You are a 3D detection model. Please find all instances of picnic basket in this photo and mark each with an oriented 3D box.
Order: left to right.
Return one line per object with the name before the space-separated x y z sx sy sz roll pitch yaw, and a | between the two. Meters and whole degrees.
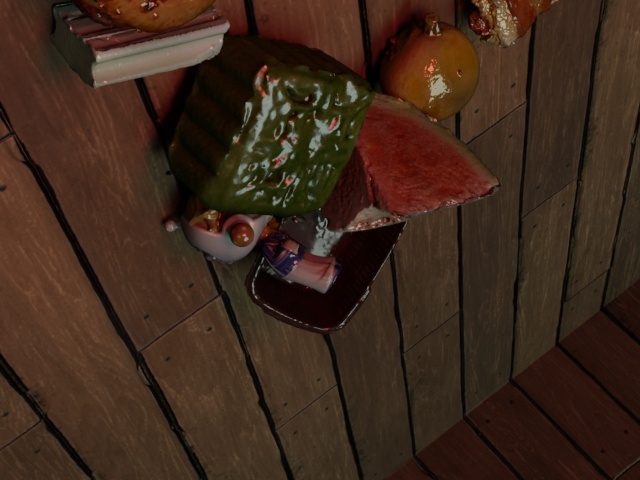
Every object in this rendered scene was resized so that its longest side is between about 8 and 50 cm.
picnic basket | 0.000 0.000 2.007 0.222 0.129 0.297 25 106 -22

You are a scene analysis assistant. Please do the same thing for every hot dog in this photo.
hot dog | 0.329 -0.425 1.957 0.213 0.103 0.146 -41 131 -24

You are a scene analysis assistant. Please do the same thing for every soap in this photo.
soap | -0.227 -0.263 1.450 0.198 0.114 0.063 -20 144 -34

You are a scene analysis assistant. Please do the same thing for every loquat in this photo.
loquat | 0.179 -0.286 1.894 0.172 0.149 0.204 -26 135 -19

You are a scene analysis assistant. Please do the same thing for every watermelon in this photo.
watermelon | 0.116 -0.110 1.817 0.193 0.310 0.231 -19 -138 58

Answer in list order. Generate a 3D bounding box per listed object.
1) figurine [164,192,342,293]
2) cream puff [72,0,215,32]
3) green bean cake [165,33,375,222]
figurine | -0.099 -0.004 1.845 0.274 0.194 0.133 23 110 -26
cream puff | -0.196 -0.357 1.318 0.240 0.164 0.240 -21 130 -27
green bean cake | -0.072 -0.163 1.675 0.250 0.156 0.247 1 122 -49
